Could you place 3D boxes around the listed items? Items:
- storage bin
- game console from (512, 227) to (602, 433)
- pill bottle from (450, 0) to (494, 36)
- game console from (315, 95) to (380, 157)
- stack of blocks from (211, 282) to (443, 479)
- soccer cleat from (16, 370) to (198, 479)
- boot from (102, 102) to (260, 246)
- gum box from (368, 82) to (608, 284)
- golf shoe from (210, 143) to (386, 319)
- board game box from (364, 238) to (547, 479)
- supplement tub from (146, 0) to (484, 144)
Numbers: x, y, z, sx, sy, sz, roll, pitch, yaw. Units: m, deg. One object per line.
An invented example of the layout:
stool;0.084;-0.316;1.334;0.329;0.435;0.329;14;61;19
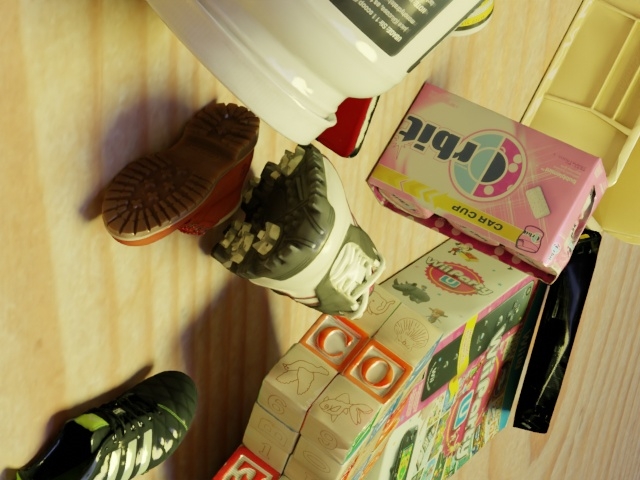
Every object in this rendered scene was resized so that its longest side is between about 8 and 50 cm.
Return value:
storage bin;0.335;-0.144;2.005;0.260;0.123;0.262;-63;157;-3
game console;0.256;0.087;2.035;0.361;0.044;0.213;-15;120;-82
pill bottle;0.111;-0.229;1.529;0.065;0.065;0.116;-49;152;-31
game console;0.042;-0.143;1.457;0.085;0.124;0.144;8;108;-38
stack of blocks;-0.010;0.173;1.559;0.171;0.087;0.297;-49;169;-30
soccer cleat;-0.153;0.146;1.376;0.179;0.060;0.072;-42;147;-35
boot;-0.098;-0.026;1.321;0.158;0.059;0.084;-41;152;-44
gum box;0.152;-0.049;1.641;0.107;0.188;0.062;-59;156;-11
golf shoe;0.000;0.000;1.342;0.105;0.120;0.273;-59;-174;-2
board game box;0.102;0.137;1.846;0.303;0.097;0.224;-33;142;-52
supplement tub;0.031;-0.211;1.145;0.272;0.191;0.191;-43;158;10
